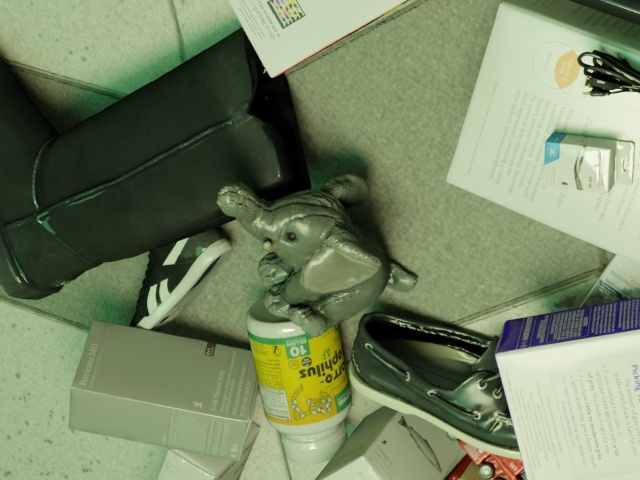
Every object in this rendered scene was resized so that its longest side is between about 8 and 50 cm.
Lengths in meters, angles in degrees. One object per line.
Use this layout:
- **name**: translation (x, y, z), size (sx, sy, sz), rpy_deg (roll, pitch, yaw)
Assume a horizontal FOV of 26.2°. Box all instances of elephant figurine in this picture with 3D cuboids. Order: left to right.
- **elephant figurine**: translation (0.000, 0.000, 1.615), size (0.169, 0.186, 0.239), rpy_deg (40, 156, 21)

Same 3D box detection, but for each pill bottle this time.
- **pill bottle**: translation (-0.023, 0.178, 1.781), size (0.117, 0.117, 0.208), rpy_deg (1, 113, 27)

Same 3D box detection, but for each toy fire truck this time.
- **toy fire truck**: translation (0.256, 0.252, 1.701), size (0.135, 0.047, 0.192), rpy_deg (-43, 73, 9)

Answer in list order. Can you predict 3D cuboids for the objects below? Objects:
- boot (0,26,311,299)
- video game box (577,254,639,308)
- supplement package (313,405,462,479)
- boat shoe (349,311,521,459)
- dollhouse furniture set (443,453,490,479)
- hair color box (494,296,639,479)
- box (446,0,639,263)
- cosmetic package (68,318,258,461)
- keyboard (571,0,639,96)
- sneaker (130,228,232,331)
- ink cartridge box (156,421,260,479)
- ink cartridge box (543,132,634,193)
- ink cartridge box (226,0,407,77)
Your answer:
- **boot**: translation (-0.259, -0.158, 1.721), size (0.445, 0.146, 0.367), rpy_deg (-22, 90, 30)
- **video game box**: translation (0.401, 0.101, 1.567), size (0.205, 0.048, 0.187), rpy_deg (34, 121, 9)
- **supplement package**: translation (0.085, 0.286, 1.738), size (0.105, 0.179, 0.105), rpy_deg (-37, 93, 35)
- **boat shoe**: translation (0.189, 0.162, 1.659), size (0.340, 0.127, 0.113), rpy_deg (20, 133, 29)
- **dollhouse furniture set**: translation (0.067, 0.431, 1.805), size (0.152, 0.201, 0.374), rpy_deg (38, 125, 7)
- **hair color box**: translation (0.376, 0.158, 1.484), size (0.338, 0.110, 0.185), rpy_deg (-10, 106, 19)
- **box**: translation (0.338, -0.113, 1.424), size (0.345, 0.168, 0.215), rpy_deg (25, 122, 16)
- **cosmetic package**: translation (-0.206, 0.199, 1.828), size (0.238, 0.127, 0.107), rpy_deg (12, 136, -5)
- **keyboard**: translation (0.361, -0.203, 1.278), size (0.317, 0.033, 0.202), rpy_deg (22, 98, 17)
- **sneaker**: translation (-0.212, 0.029, 1.842), size (0.121, 0.079, 0.217), rpy_deg (51, 125, 10)
- **ink cartridge box**: translation (-0.173, 0.340, 1.921), size (0.082, 0.139, 0.191), rpy_deg (32, 124, 12)
- **ink cartridge box**: translation (0.265, -0.076, 1.359), size (0.083, 0.028, 0.048), rpy_deg (9, 117, 24)
- **ink cartridge box**: translation (0.085, -0.314, 1.371), size (0.271, 0.309, 0.130), rpy_deg (-25, 100, 34)
